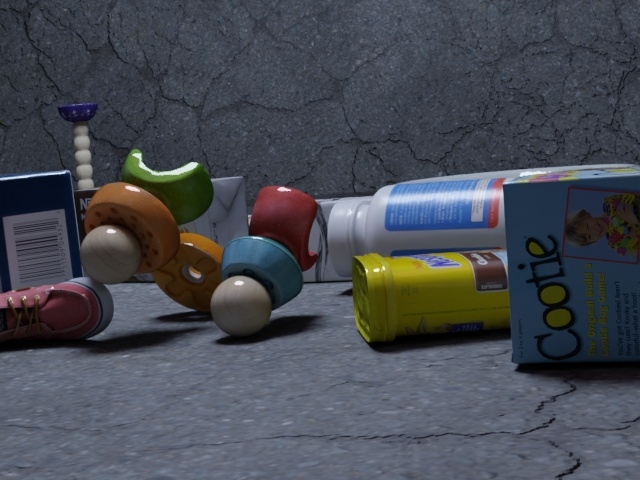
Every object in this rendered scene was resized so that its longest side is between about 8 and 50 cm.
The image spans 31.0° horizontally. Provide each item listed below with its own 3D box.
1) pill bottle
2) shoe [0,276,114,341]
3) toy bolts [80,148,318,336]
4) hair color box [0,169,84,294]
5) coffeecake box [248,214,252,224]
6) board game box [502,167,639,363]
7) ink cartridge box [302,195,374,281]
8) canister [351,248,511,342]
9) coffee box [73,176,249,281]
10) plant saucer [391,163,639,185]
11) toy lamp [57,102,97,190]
[{"bbox_3d":[0.126,-0.007,1.343,0.222,0.124,0.124,-2,6,21],"label":"pill bottle"},{"bbox_3d":[-0.295,0.078,1.173,0.178,0.063,0.081,-7,4,38],"label":"shoe"},{"bbox_3d":[-0.123,0.038,1.185,0.229,0.218,0.158,10,43,19],"label":"toy bolts"},{"bbox_3d":[-0.401,0.005,1.424,0.105,0.173,0.347,-9,6,-30],"label":"hair color box"},{"bbox_3d":[-0.065,-0.006,1.807,0.186,0.068,0.142,-3,6,19],"label":"coffeecake box"},{"bbox_3d":[0.290,0.012,0.894,0.275,0.144,0.142,-2,5,16],"label":"board game box"},{"bbox_3d":[0.000,0.000,1.495,0.180,0.104,0.060,-4,7,19],"label":"ink cartridge box"},{"bbox_3d":[0.120,0.047,1.063,0.170,0.073,0.126,-4,6,-5],"label":"canister"},{"bbox_3d":[-0.229,-0.015,1.660,0.247,0.141,0.098,-1,7,32],"label":"coffee box"},{"bbox_3d":[0.310,-0.057,1.833,0.401,0.100,0.400,-6,5,0],"label":"plant saucer"},{"bbox_3d":[-0.416,-0.103,2.035,0.080,0.274,0.080,-7,6,1],"label":"toy lamp"}]
